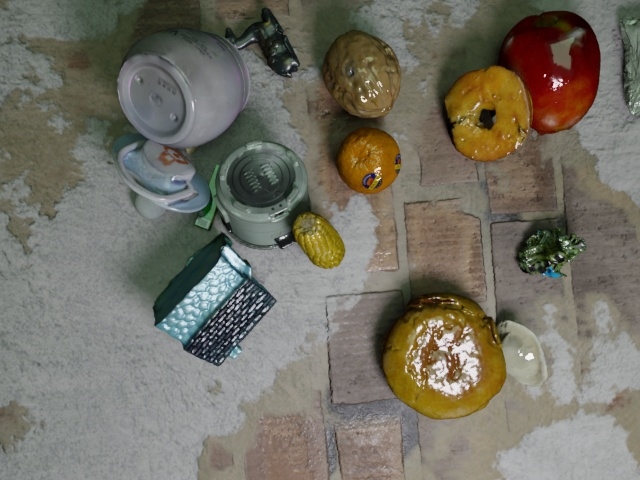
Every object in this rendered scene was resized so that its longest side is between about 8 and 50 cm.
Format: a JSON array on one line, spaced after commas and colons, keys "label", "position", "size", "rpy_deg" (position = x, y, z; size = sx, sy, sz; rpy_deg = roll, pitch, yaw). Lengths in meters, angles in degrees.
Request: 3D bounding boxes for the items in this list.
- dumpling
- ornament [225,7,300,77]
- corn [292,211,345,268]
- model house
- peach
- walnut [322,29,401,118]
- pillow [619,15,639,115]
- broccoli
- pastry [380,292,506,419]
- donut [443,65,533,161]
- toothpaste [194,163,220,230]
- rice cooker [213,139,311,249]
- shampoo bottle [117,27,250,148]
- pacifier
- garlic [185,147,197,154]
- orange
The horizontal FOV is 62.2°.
[{"label": "dumpling", "position": [0.561, 0.311, 1.464], "size": [0.181, 0.155, 0.111], "rpy_deg": [34, 60, 4]}, {"label": "ornament", "position": [-0.199, -0.490, 1.432], "size": [0.236, 0.080, 0.202], "rpy_deg": [-29, 89, -10]}, {"label": "corn", "position": [0.000, 0.000, 1.326], "size": [0.106, 0.305, 0.106], "rpy_deg": [-3, 74, 9]}, {"label": "model house", "position": [-0.251, 0.156, 1.358], "size": [0.241, 0.226, 0.261], "rpy_deg": [44, 87, -19]}, {"label": "peach", "position": [0.650, -0.463, 1.498], "size": [0.281, 0.281, 0.338], "rpy_deg": [-31, 127, -7]}, {"label": "walnut", "position": [0.111, -0.442, 1.411], "size": [0.198, 0.198, 0.244], "rpy_deg": [-28, 84, -7]}, {"label": "pillow", "position": [1.025, -0.518, 1.558], "size": [0.284, 0.138, 0.309], "rpy_deg": [0, 86, 1]}, {"label": "broccoli", "position": [0.645, 0.039, 1.480], "size": [0.167, 0.160, 0.154], "rpy_deg": [12, 105, 11]}, {"label": "pastry", "position": [0.334, 0.313, 1.431], "size": [0.356, 0.164, 0.355], "rpy_deg": [0, 90, -9]}, {"label": "donut", "position": [0.457, -0.342, 1.440], "size": [0.254, 0.118, 0.253], "rpy_deg": [13, 116, 29]}, {"label": "toothpaste", "position": [-0.288, -0.115, 1.427], "size": [0.043, 0.037, 0.178], "rpy_deg": [19, 86, -3]}, {"label": "rice cooker", "position": [-0.144, -0.110, 1.352], "size": [0.241, 0.227, 0.280], "rpy_deg": [-29, 71, -12]}, {"label": "shampoo bottle", "position": [-0.323, -0.372, 1.286], "size": [0.273, 0.266, 0.272], "rpy_deg": [11, 123, 17]}, {"label": "pacifier", "position": [-0.428, -0.143, 1.356], "size": [0.279, 0.227, 0.207], "rpy_deg": [45, 127, 9]}, {"label": "garlic", "position": [-0.352, -0.277, 1.424], "size": [0.053, 0.041, 0.083], "rpy_deg": [-31, 84, 6]}, {"label": "orange", "position": [0.129, -0.213, 1.418], "size": [0.178, 0.155, 0.177], "rpy_deg": [7, 107, 25]}]
